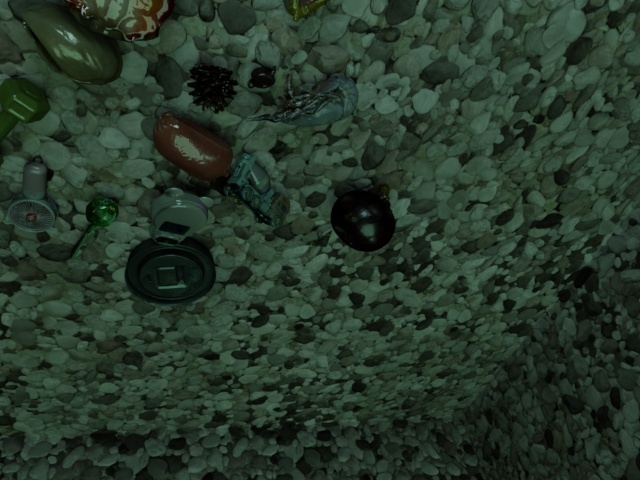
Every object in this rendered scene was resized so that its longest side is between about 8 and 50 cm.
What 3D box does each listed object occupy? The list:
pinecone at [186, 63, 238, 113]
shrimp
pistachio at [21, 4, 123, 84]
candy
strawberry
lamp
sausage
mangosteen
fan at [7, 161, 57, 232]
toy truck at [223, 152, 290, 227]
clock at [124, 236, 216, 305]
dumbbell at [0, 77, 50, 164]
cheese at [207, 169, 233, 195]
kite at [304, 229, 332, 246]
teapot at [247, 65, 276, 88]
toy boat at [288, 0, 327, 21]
[{"bbox_3d":[-0.290,-0.407,1.359,0.140,0.140,0.121,8,87,-21],"label":"pinecone"},{"bbox_3d":[-0.053,-0.393,1.455,0.343,0.116,0.145,-15,134,-10],"label":"shrimp"},{"bbox_3d":[-0.599,-0.473,1.227,0.238,0.153,0.138,24,162,-29],"label":"pistachio"},{"bbox_3d":[-0.755,-0.029,1.649,0.097,0.097,0.323,25,131,-32],"label":"candy"},{"bbox_3d":[-0.442,-0.623,1.129,0.265,0.149,0.336,14,117,-18],"label":"strawberry"},{"bbox_3d":[-0.467,-0.082,1.640,0.179,0.108,0.246,19,132,-33],"label":"lamp"},{"bbox_3d":[-0.369,-0.268,1.472,0.254,0.148,0.148,29,120,-28],"label":"sausage"},{"bbox_3d":[0.169,-0.089,1.747,0.261,0.235,0.235,-51,133,-13],"label":"mangosteen"},{"bbox_3d":[-0.860,-0.129,1.514,0.130,0.074,0.244,9,129,-21],"label":"fan"},{"bbox_3d":[-0.198,-0.157,1.632,0.256,0.108,0.140,45,68,-43],"label":"toy truck"},{"bbox_3d":[-0.541,0.112,1.831,0.319,0.066,0.319,-8,134,-8],"label":"clock"},{"bbox_3d":[-0.846,-0.298,1.336,0.302,0.108,0.121,-37,131,20],"label":"dumbbell"},{"bbox_3d":[-0.285,-0.171,1.654,0.086,0.036,0.162,-40,130,14],"label":"cheese"},{"bbox_3d":[0.000,0.000,1.911,0.122,0.004,0.090,-24,134,7],"label":"kite"},{"bbox_3d":[-0.165,-0.458,1.413,0.100,0.045,0.068,-19,159,26],"label":"teapot"},{"bbox_3d":[0.026,-0.679,1.224,0.141,0.099,0.318,29,122,-30],"label":"toy boat"}]
